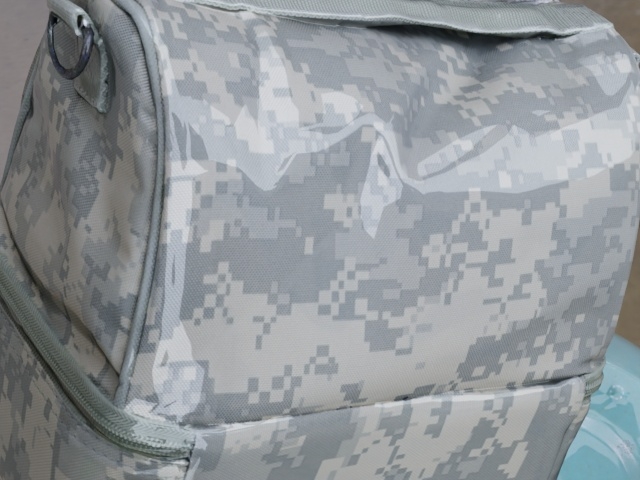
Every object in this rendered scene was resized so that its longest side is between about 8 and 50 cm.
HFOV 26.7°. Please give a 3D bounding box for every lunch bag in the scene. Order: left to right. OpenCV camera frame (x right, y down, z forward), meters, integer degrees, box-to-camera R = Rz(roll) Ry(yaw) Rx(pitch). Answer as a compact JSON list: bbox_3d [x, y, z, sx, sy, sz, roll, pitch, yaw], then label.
[{"bbox_3d":[0.000,0.000,0.651,0.305,0.212,0.256,-1,121,-33],"label":"lunch bag"}]

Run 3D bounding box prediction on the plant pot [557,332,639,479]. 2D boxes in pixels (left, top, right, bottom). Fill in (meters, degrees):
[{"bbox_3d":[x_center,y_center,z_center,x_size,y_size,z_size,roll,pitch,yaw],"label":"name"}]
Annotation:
[{"bbox_3d":[0.140,0.180,0.918,0.293,0.235,0.292,0,78,-2],"label":"plant pot"}]
